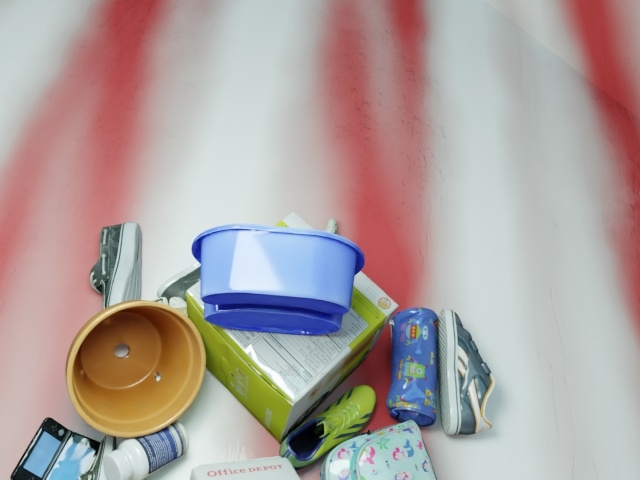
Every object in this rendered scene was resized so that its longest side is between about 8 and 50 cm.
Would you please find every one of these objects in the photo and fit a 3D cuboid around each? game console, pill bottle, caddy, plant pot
[{"bbox_3d":[-0.573,0.480,1.291,0.085,0.124,0.144,3,51,24],"label":"game console"},{"bbox_3d":[-0.381,0.463,1.291,0.094,0.094,0.169,48,35,20],"label":"pill bottle"},{"bbox_3d":[-0.084,0.063,1.152,0.341,0.241,0.179,6,64,-6],"label":"caddy"},{"bbox_3d":[-0.429,0.267,1.338,0.290,0.203,0.291,-2,95,-29],"label":"plant pot"}]

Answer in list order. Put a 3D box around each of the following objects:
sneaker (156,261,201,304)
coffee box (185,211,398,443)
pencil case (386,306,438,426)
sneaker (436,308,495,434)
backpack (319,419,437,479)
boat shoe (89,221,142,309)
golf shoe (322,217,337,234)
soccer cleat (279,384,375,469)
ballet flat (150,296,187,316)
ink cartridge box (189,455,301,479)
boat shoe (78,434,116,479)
[{"bbox_3d":[-0.273,0.110,1.582,0.295,0.105,0.147,-37,71,-22],"label":"sneaker"},{"bbox_3d":[-0.082,0.211,1.401,0.338,0.338,0.334,42,60,17],"label":"coffee box"},{"bbox_3d":[0.235,0.317,1.518,0.133,0.119,0.306,8,56,0],"label":"pencil case"},{"bbox_3d":[0.371,0.336,1.530,0.127,0.126,0.321,2,67,-3],"label":"sneaker"},{"bbox_3d":[0.131,0.537,1.319,0.253,0.191,0.225,-12,66,-12],"label":"backpack"},{"bbox_3d":[-0.539,0.097,1.546,0.119,0.121,0.335,-6,49,-1],"label":"boat shoe"},{"bbox_3d":[0.000,0.000,1.723,0.085,0.069,0.176,12,54,5],"label":"golf shoe"},{"bbox_3d":[0.029,0.437,1.401,0.289,0.121,0.093,-30,66,-26],"label":"soccer cleat"},{"bbox_3d":[-0.380,0.175,1.479,0.206,0.073,0.067,-6,85,24],"label":"ballet flat"},{"bbox_3d":[-0.116,0.576,1.156,0.226,0.131,0.306,6,14,-28],"label":"ink cartridge box"},{"bbox_3d":[-0.491,0.527,1.276,0.070,0.078,0.220,7,58,-7],"label":"boat shoe"}]
